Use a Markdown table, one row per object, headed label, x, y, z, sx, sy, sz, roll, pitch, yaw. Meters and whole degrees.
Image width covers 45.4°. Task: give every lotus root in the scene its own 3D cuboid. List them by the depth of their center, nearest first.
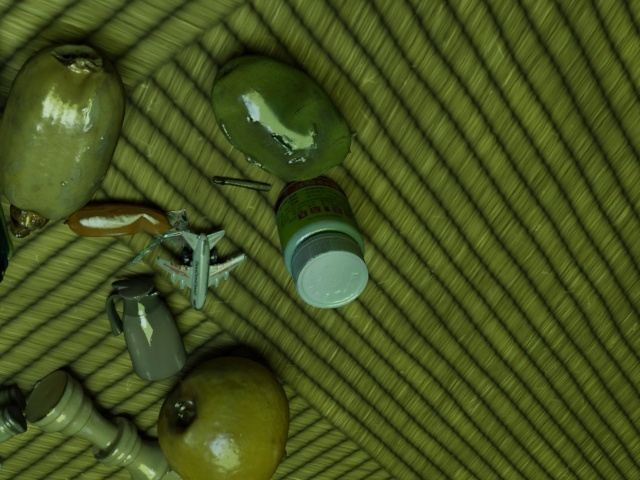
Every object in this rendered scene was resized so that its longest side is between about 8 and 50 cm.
| label | x | y | z | sx | sy | sz | roll | pitch | yaw |
| --- | --- | --- | --- | --- | --- | --- | --- | --- | --- |
| lotus root | -0.409 | -0.145 | 1.183 | 0.169 | 0.151 | 0.342 | 20 | 123 | -16 |

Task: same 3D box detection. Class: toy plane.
| label | x | y | z | sx | sy | sz | roll | pitch | yaw |
| --- | --- | --- | --- | --- | --- | --- | --- | --- | --- |
| toy plane | -0.221 | 0.055 | 1.405 | 0.162 | 0.065 | 0.171 | -1 | 129 | -20 |

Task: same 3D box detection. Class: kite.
| label | x | y | z | sx | sy | sz | roll | pitch | yaw |
| --- | --- | --- | --- | --- | --- | --- | --- | --- | --- |
| kite | -0.288 | -0.001 | 1.392 | 0.137 | 0.005 | 0.152 | 31 | 114 | -27 |

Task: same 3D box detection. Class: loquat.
| label | x | y | z | sx | sy | sz | roll | pitch | yaw |
| --- | --- | --- | --- | --- | --- | --- | --- | --- | --- |
| loquat | -0.181 | 0.374 | 1.516 | 0.275 | 0.275 | 0.275 | -6 | 125 | -8 |

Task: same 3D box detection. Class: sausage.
| label | x | y | z | sx | sy | sz | roll | pitch | yaw |
| --- | --- | --- | --- | --- | --- | --- | --- | --- | --- |
| sausage | -0.350 | -0.036 | 1.325 | 0.183 | 0.054 | 0.062 | -2 | 146 | -12 |

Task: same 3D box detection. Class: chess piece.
| label | x | y | z | sx | sy | sz | roll | pitch | yaw |
| --- | --- | --- | --- | --- | --- | --- | --- | --- | --- |
| chess piece | -0.422 | 0.419 | 1.588 | 0.117 | 0.117 | 0.397 | -34 | 125 | 12 |

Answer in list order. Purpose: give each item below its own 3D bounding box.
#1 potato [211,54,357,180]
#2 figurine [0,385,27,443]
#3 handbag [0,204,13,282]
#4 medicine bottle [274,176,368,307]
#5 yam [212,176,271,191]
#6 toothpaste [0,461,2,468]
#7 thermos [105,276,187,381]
| label | x | y | z | sx | sy | sz | roll | pitch | yaw |
| --- | --- | --- | --- | --- | --- | --- | --- | --- | --- |
| potato | -0.065 | -0.191 | 1.223 | 0.248 | 0.143 | 0.169 | 38 | 99 | -30 |
| figurine | -0.750 | 0.387 | 1.436 | 0.380 | 0.248 | 0.203 | -18 | 140 | -16 |
| handbag | -0.617 | 0.017 | 1.193 | 0.222 | 0.241 | 0.263 | -7 | 123 | -7 |
| medicine bottle | 0.000 | 0.000 | 1.318 | 0.139 | 0.225 | 0.139 | -6 | 127 | -8 |
| yam | -0.138 | -0.099 | 1.350 | 0.107 | 0.014 | 0.014 | 8 | 122 | -17 |
| toothpaste | -0.788 | 0.441 | 1.573 | 0.255 | 0.037 | 0.067 | 17 | 125 | -18 |
| thermos | -0.338 | 0.158 | 1.442 | 0.137 | 0.105 | 0.193 | 5 | 125 | 23 |
